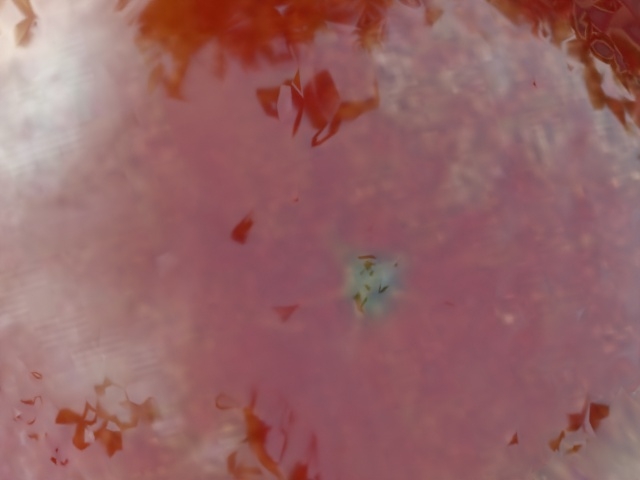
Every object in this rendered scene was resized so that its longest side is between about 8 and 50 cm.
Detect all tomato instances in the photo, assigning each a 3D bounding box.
[{"bbox_3d":[-0.004,0.005,0.416,0.338,0.144,0.338,-1,100,-6],"label":"tomato"}]
